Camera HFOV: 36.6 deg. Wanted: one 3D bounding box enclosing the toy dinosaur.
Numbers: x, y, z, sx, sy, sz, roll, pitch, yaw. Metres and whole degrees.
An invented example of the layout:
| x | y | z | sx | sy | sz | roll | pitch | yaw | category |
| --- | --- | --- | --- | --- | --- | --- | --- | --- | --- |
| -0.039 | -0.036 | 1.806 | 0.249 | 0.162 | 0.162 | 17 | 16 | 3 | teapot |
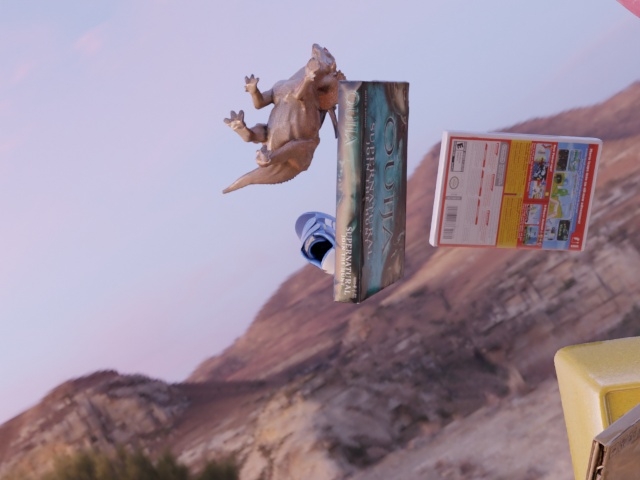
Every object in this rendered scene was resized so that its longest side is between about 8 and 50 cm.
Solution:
| x | y | z | sx | sy | sz | roll | pitch | yaw | category |
| --- | --- | --- | --- | --- | --- | --- | --- | --- | --- |
| -0.036 | -0.182 | 1.545 | 0.200 | 0.127 | 0.296 | 24 | -89 | -58 | toy dinosaur |

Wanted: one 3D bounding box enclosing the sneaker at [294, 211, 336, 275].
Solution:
| x | y | z | sx | sy | sz | roll | pitch | yaw | category |
| --- | --- | --- | --- | --- | --- | --- | --- | --- | --- |
| 0.000 | 0.000 | 1.210 | 0.059 | 0.144 | 0.053 | 13 | -73 | -35 | sneaker |

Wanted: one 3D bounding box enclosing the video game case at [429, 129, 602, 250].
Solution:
| x | y | z | sx | sy | sz | roll | pitch | yaw | category |
| --- | --- | --- | --- | --- | --- | --- | --- | --- | --- |
| 0.339 | -0.084 | 1.679 | 0.285 | 0.204 | 0.025 | 2 | 16 | -11 | video game case |

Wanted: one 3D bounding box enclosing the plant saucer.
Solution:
| x | y | z | sx | sy | sz | roll | pitch | yaw | category |
| --- | --- | --- | --- | --- | --- | --- | --- | --- | --- |
| 0.515 | 0.294 | 1.330 | 0.332 | 0.333 | 0.081 | -10 | 1 | 13 | plant saucer |

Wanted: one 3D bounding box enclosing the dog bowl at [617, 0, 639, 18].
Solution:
| x | y | z | sx | sy | sz | roll | pitch | yaw | category |
| --- | --- | --- | --- | --- | --- | --- | --- | --- | --- |
| 0.465 | -0.382 | 1.132 | 0.408 | 0.408 | 0.150 | -25 | -24 | -36 | dog bowl |

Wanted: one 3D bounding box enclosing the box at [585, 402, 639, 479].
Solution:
| x | y | z | sx | sy | sz | roll | pitch | yaw | category |
| --- | --- | --- | --- | --- | --- | --- | --- | --- | --- |
| 0.365 | 0.255 | 1.112 | 0.201 | 0.021 | 0.164 | -22 | -55 | -38 | box |

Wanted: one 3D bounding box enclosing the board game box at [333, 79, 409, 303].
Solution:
| x | y | z | sx | sy | sz | roll | pitch | yaw | category |
| --- | --- | --- | --- | --- | --- | --- | --- | --- | --- |
| 0.047 | -0.047 | 0.853 | 0.026 | 0.186 | 0.126 | 5 | 11 | 22 | board game box |
